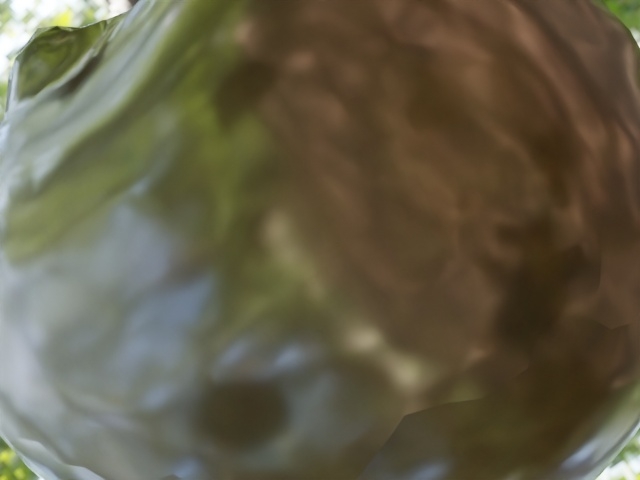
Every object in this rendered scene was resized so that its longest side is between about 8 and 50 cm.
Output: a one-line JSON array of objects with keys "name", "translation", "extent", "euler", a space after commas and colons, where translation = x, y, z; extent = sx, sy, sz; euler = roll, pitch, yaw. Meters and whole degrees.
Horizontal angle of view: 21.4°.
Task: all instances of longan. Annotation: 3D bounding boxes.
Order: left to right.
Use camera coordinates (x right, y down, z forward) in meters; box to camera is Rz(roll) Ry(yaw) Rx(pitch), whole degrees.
[{"name": "longan", "translation": [0.000, 0.004, 0.688], "extent": [0.297, 0.297, 0.297], "euler": [41, -156, -23]}]
